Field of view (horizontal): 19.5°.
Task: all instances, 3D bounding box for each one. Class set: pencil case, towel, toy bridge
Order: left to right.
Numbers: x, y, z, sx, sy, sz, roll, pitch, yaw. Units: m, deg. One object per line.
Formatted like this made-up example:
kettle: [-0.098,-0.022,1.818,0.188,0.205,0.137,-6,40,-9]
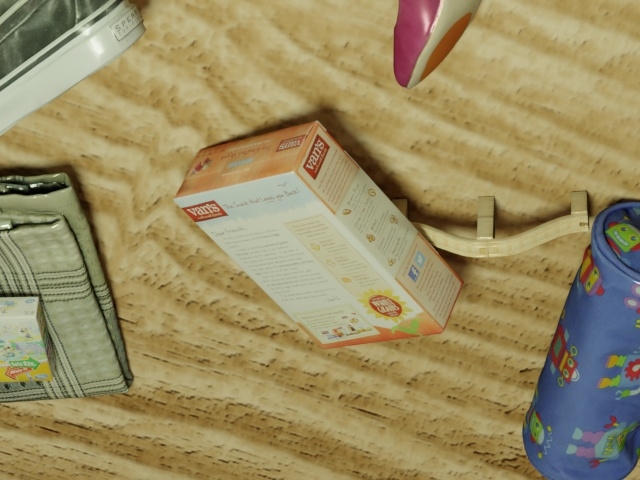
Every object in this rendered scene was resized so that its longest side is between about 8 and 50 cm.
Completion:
towel: [-0.360,0.061,1.815,0.312,0.056,0.324,-2,138,8]
toy bridge: [0.151,-0.012,1.703,0.188,0.063,0.026,-3,132,8]
pencil case: [0.283,0.100,1.754,0.133,0.119,0.306,-4,135,-19]

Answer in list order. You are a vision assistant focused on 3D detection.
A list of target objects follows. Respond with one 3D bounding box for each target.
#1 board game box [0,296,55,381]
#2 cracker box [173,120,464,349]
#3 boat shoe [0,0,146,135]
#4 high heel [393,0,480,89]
board game box: [-0.342,0.098,1.810,0.154,0.026,0.103,-2,139,3]
cracker box: [0.000,0.000,1.700,0.156,0.067,0.232,-10,135,43]
boat shoe: [-0.296,-0.151,1.611,0.335,0.121,0.119,-29,101,29]
high heel: [0.072,-0.230,1.524,0.117,0.082,0.244,38,149,15]
